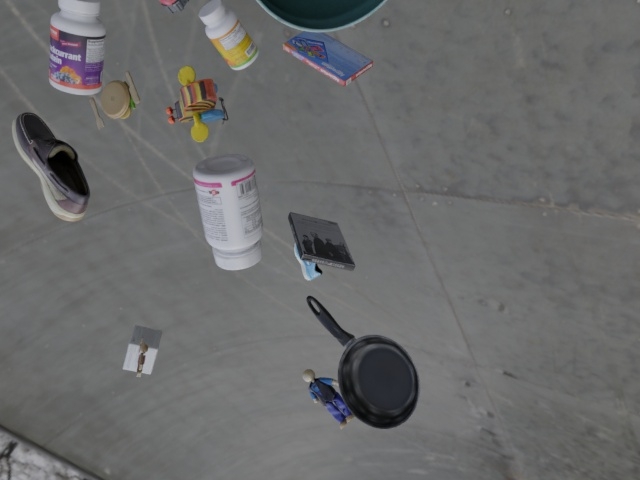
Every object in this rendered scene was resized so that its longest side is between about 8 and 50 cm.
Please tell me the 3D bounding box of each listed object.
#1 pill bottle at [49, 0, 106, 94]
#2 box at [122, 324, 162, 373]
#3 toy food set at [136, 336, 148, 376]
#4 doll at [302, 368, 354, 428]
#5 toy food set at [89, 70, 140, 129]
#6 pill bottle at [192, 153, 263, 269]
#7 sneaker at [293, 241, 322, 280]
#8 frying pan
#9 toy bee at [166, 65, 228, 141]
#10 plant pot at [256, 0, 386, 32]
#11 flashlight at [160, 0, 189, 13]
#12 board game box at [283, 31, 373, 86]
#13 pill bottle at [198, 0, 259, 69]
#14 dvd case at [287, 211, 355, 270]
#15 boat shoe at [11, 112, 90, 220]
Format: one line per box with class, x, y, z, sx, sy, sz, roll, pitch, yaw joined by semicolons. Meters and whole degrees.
pill bottle;-0.518;-0.421;1.178;0.108;0.108;0.193;26;121;14
box;-0.539;0.331;1.677;0.087;0.102;0.101;15;113;-13
toy food set;-0.483;0.324;1.498;0.019;0.122;0.078;11;119;-20
doll;0.021;0.441;1.580;0.189;0.046;0.129;46;126;13
toy food set;-0.659;-0.453;1.792;0.192;0.038;0.132;-24;82;23
pill bottle;-0.239;-0.073;1.479;0.160;0.160;0.283;16;125;32
sneaker;-0.037;0.055;1.891;0.073;0.063;0.162;-14;110;24
frying pan;0.076;0.274;1.206;0.326;0.197;0.053;26;-166;33
toy bee;-0.350;-0.358;1.527;0.162;0.195;0.298;-14;161;-4
plant pot;-0.011;-0.520;0.894;0.293;0.293;0.196;62;-176;-47
flashlight;-0.561;-0.898;1.851;0.103;0.103;0.304;65;-171;23
board game box;0.023;-0.622;1.853;0.281;0.145;0.027;38;152;23
pill bottle;-0.355;-0.793;2.123;0.136;0.136;0.245;12;154;37
dvd case;0.000;0.000;1.749;0.179;0.238;0.029;13;120;-22
boat shoe;-0.587;-0.179;1.224;0.092;0.103;0.285;-39;73;27
